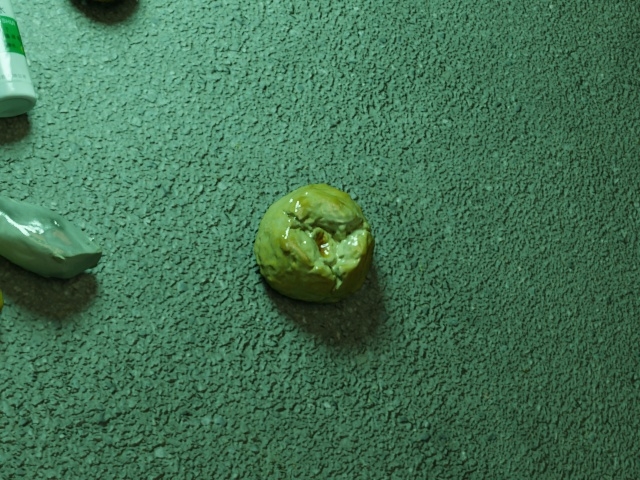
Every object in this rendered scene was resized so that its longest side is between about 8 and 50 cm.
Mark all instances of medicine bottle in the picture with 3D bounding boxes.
[{"bbox_3d":[-0.575,-0.351,1.559,0.095,0.095,0.260,-12,76,-27],"label":"medicine bottle"}]

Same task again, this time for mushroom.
[{"bbox_3d":[-0.536,-0.026,1.465,0.351,0.097,0.109,22,44,-12],"label":"mushroom"}]

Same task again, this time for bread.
[{"bbox_3d":[0.000,0.000,1.671,0.245,0.134,0.244,7,73,-22],"label":"bread"}]

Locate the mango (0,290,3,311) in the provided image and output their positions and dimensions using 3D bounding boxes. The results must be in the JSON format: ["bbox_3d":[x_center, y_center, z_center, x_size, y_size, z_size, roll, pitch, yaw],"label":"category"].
[{"bbox_3d":[-0.588,0.062,1.419,0.190,0.075,0.098,44,42,3],"label":"mango"}]
